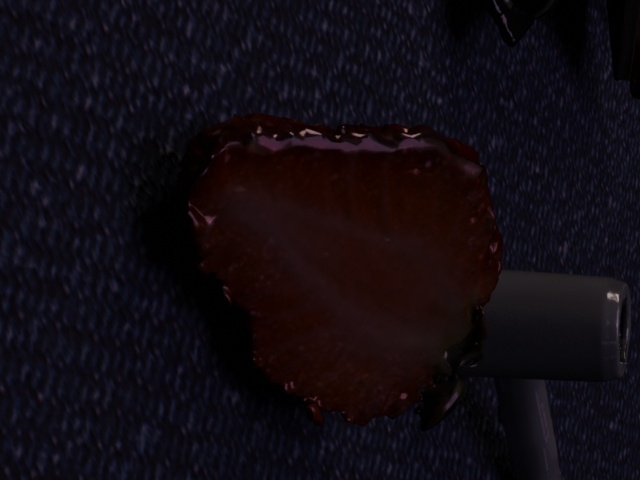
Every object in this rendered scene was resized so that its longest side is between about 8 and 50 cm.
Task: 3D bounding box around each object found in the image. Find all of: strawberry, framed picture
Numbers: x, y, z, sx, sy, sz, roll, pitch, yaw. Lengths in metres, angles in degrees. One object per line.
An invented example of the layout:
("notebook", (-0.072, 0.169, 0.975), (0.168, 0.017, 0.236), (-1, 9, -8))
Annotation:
("strawberry", (0.005, -0.005, 1.026), (0.175, 0.107, 0.236), (-38, 126, -15))
("framed picture", (0.239, -0.286, 1.452), (0.281, 0.019, 0.209), (84, 6, -61))

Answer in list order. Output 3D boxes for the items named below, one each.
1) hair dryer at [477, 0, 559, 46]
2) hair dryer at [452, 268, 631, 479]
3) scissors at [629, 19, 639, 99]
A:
("hair dryer", (0.119, -0.284, 1.327), (0.248, 0.078, 0.195), (64, 34, -18))
("hair dryer", (0.149, 0.113, 1.264), (0.236, 0.131, 0.073), (77, 23, -44))
("scissors", (0.260, -0.250, 1.519), (0.144, 0.017, 0.247), (-87, 174, -53))
